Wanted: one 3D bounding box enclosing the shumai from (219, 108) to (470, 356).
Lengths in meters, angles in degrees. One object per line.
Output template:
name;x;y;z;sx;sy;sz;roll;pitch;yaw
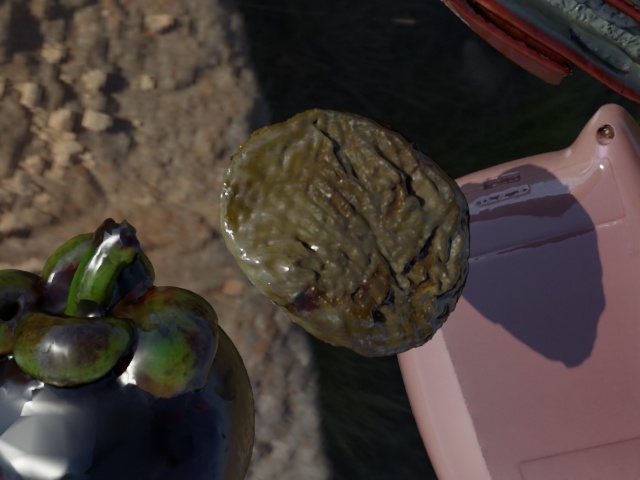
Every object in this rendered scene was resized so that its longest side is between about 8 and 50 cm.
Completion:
shumai;0.011;0.001;0.907;0.139;0.105;0.123;16;70;-3

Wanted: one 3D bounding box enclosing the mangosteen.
mangosteen;-0.198;0.153;1.537;0.311;0.311;0.311;-5;101;-28

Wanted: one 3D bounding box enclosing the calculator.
calculator;0.160;0.091;1.111;0.220;0.048;0.329;-16;98;19

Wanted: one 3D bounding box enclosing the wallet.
wallet;0.053;-0.133;0.690;0.142;0.204;0.045;23;113;-41
